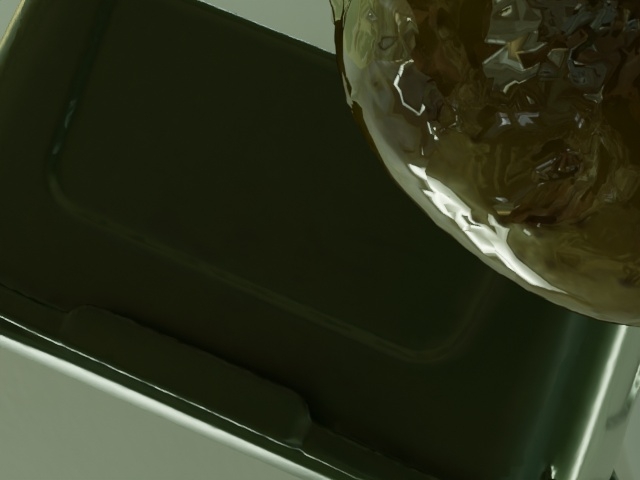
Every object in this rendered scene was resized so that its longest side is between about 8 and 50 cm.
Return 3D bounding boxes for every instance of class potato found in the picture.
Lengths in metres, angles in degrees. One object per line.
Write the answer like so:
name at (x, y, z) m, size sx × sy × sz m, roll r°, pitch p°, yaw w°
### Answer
potato at (0.155, -0.118, 0.385) m, size 0.369 × 0.176 × 0.195 m, roll -28°, pitch -160°, yaw -26°

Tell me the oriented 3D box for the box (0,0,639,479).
box at (0.000, 0.000, 0.842) m, size 0.328 × 0.253 × 0.178 m, roll 21°, pitch -86°, yaw 14°
